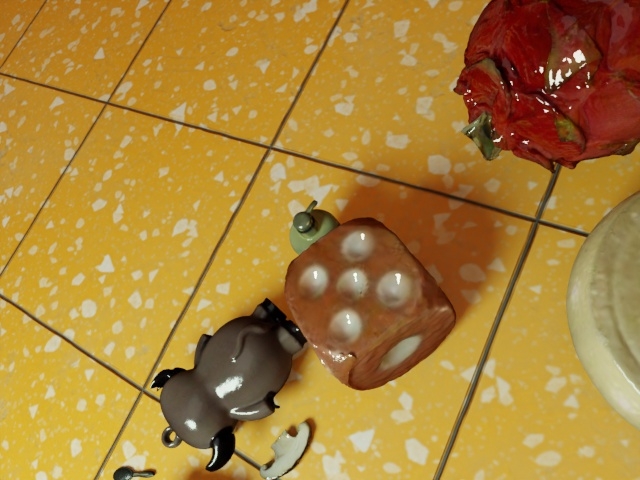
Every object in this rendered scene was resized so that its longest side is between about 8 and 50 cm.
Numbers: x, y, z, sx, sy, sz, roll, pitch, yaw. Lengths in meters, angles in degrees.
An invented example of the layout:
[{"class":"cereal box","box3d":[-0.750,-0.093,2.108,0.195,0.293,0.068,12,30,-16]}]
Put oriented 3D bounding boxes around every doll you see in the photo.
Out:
[{"class":"doll","box3d":[-0.139,0.208,0.730,0.182,0.117,0.257,38,85,31]}]

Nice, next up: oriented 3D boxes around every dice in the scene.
[{"class":"dice","box3d":[0.066,0.088,0.672,0.175,0.174,0.179,-41,56,3]}]

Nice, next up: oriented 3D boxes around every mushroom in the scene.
[{"class":"mushroom","box3d":[-0.048,0.310,0.709,0.101,0.019,0.049,-46,61,-4]}]

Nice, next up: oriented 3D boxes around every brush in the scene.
[{"class":"brush","box3d":[-0.305,0.382,0.785,0.083,0.008,0.024,-10,63,18]}]

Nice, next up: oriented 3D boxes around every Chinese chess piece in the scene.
[{"class":"Chinese chess piece","box3d":[0.460,0.083,0.533,0.337,0.140,0.338,-8,67,19]}]

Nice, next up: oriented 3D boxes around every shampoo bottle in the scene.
[{"class":"shampoo bottle","box3d":[0.000,0.000,0.734,0.079,0.162,0.079,-8,67,19]}]

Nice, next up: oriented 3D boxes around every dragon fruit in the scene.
[{"class":"dragon fruit","box3d":[0.344,-0.237,0.636,0.342,0.277,0.278,-31,60,27]}]
